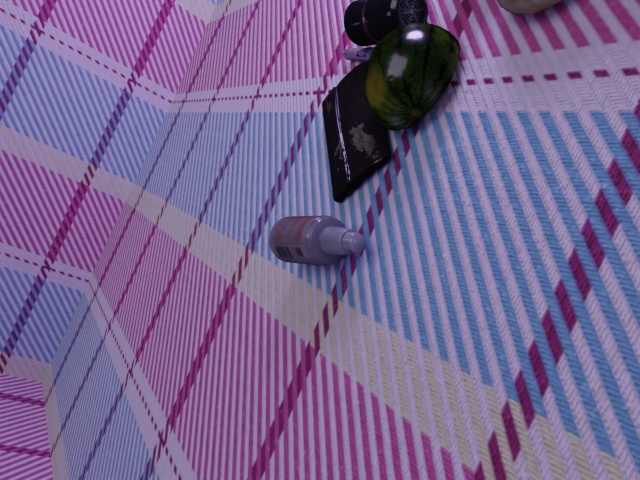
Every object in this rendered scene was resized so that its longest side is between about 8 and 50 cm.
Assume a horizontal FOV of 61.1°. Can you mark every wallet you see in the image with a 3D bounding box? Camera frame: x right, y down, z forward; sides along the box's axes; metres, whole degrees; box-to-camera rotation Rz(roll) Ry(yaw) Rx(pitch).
[{"bbox_3d":[0.068,-0.248,1.190,0.170,0.044,0.321,-36,42,35],"label":"wallet"}]

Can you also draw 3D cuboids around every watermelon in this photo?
[{"bbox_3d":[0.158,-0.333,1.041,0.204,0.127,0.232,-21,48,48],"label":"watermelon"}]

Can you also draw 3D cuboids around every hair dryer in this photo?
[{"bbox_3d":[0.202,-0.597,1.196,0.189,0.107,0.352,20,80,56],"label":"hair dryer"}]

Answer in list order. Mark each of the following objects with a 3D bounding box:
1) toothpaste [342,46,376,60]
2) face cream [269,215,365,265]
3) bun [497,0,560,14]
[{"bbox_3d":[0.101,-0.445,1.294,0.045,0.028,0.170,-54,33,-3],"label":"toothpaste"},{"bbox_3d":[0.000,0.000,1.067,0.251,0.101,0.101,2,70,56],"label":"face cream"},{"bbox_3d":[0.343,-0.449,0.862,0.164,0.111,0.188,-47,32,21],"label":"bun"}]
